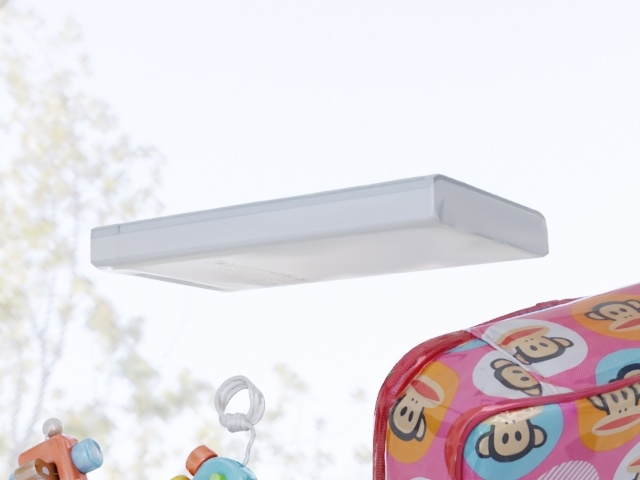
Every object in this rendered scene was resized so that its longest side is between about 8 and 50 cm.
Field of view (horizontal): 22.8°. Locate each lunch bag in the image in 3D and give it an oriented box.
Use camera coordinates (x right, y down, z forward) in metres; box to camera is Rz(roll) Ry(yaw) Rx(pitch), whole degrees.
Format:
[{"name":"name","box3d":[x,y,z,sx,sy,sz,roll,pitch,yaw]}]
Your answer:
[{"name":"lunch bag","box3d":[0.173,0.167,0.994,0.293,0.120,0.258,-13,-66,-29]}]

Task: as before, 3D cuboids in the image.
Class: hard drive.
[{"name":"hard drive","box3d":[0.000,0.000,1.455,0.353,0.047,0.233,-7,-11,31]}]

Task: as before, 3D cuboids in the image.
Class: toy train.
[{"name":"toy train","box3d":[-0.105,0.137,0.869,0.166,0.125,0.046,-23,-23,22]}]
